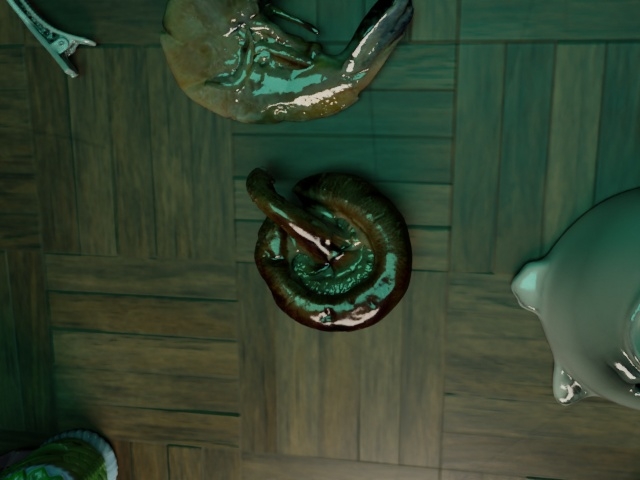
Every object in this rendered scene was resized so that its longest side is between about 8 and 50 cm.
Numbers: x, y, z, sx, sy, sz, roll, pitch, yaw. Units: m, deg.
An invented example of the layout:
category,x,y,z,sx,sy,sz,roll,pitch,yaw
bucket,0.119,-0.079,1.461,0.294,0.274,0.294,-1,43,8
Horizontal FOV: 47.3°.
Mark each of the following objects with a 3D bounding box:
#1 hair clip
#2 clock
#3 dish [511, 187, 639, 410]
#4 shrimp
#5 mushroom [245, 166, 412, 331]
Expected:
category,x,y,z,sx,sy,sz,roll,pitch,yaw
hair clip,-0.251,-0.204,0.662,0.039,0.030,0.115,-42,95,-3
clock,-0.312,0.271,0.699,0.194,0.195,0.100,-25,94,17
dish,0.292,0.073,0.596,0.236,0.086,0.227,-17,100,14
shrimp,-0.005,-0.205,0.596,0.178,0.075,0.289,43,106,-10
mushroom,0.000,0.000,0.637,0.135,0.080,0.170,-44,92,4
